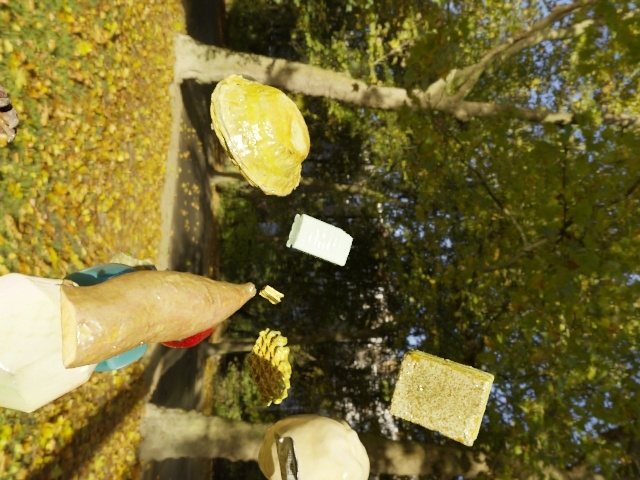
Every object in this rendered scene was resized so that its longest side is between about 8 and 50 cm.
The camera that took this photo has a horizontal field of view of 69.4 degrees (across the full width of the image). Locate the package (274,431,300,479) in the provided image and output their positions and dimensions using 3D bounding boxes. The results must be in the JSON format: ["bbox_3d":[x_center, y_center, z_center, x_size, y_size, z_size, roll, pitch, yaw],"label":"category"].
[{"bbox_3d":[-0.051,0.424,0.800,0.173,0.027,0.170,125,-43,-66],"label":"package"}]

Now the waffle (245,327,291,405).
[{"bbox_3d":[-0.161,0.421,1.577,0.229,0.057,0.219,53,-53,39],"label":"waffle"}]

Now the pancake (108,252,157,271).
[{"bbox_3d":[-0.592,0.144,1.458,0.042,0.237,0.222,-17,99,-69],"label":"pancake"}]

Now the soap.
[{"bbox_3d":[0.000,0.000,1.503,0.063,0.199,0.114,4,-105,61],"label":"soap"}]

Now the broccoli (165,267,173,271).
[{"bbox_3d":[-0.641,0.254,1.668,0.375,0.302,0.249,56,25,-59],"label":"broccoli"}]

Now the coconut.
[{"bbox_3d":[-0.539,0.191,0.836,0.259,0.260,0.258,180,-90,-81],"label":"coconut"}]

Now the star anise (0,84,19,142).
[{"bbox_3d":[-0.636,-0.265,0.919,0.141,0.042,0.140,32,-44,36],"label":"star anise"}]

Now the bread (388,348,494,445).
[{"bbox_3d":[0.320,0.409,1.238,0.111,0.235,0.184,15,89,-65],"label":"bread"}]

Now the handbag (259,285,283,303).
[{"bbox_3d":[-0.143,0.157,1.353,0.027,0.061,0.083,-57,-175,-19],"label":"handbag"}]

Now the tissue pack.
[{"bbox_3d":[-0.621,0.213,1.304,0.198,0.206,0.287,-28,117,-68],"label":"tissue pack"}]

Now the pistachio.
[{"bbox_3d":[-0.022,0.470,0.985,0.299,0.188,0.187,-32,-126,47],"label":"pistachio"}]

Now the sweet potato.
[{"bbox_3d":[-0.259,0.106,0.773,0.131,0.337,0.131,9,-77,43],"label":"sweet potato"}]

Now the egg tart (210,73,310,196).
[{"bbox_3d":[-0.169,-0.362,1.530,0.443,0.178,0.442,41,39,-45],"label":"egg tart"}]

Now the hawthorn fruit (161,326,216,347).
[{"bbox_3d":[-0.285,0.140,0.936,0.194,0.157,0.156,123,-34,-74],"label":"hawthorn fruit"}]
